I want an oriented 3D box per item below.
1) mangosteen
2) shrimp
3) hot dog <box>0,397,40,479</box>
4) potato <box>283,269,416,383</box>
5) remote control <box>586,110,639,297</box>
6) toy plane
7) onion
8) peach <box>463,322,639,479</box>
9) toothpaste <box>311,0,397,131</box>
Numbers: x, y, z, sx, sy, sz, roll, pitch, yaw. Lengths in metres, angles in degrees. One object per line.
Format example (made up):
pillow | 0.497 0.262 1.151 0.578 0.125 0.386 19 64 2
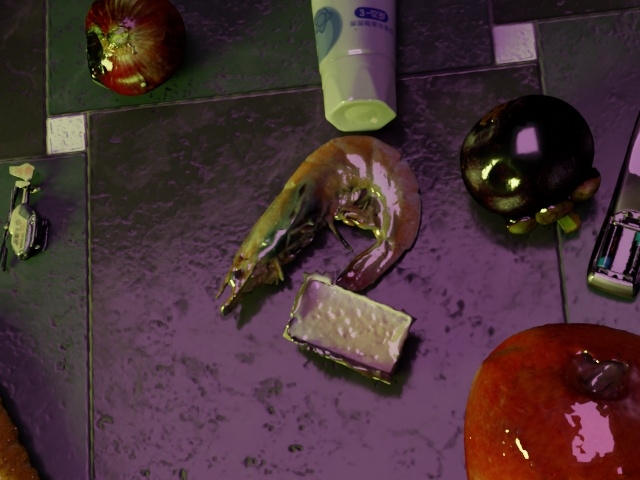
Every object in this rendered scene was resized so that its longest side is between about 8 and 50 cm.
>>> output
mangosteen | 0.214 -0.070 1.459 0.137 0.137 0.151 -33 104 -1
shrimp | 0.000 -0.001 1.506 0.143 0.052 0.251 43 86 11
hot dog | -0.356 0.197 1.501 0.083 0.068 0.289 -32 70 -8
potato | 0.025 0.086 1.457 0.122 0.061 0.086 23 76 -3
remote control | 0.324 -0.046 1.475 0.059 0.028 0.212 16 78 15
toy plane | -0.321 -0.025 1.577 0.049 0.031 0.120 1 77 18
onion | -0.198 -0.216 1.574 0.119 0.118 0.117 -12 106 6
peach | 0.252 0.197 1.293 0.238 0.281 0.281 -31 72 -1
toothpaste | 0.034 -0.296 1.582 0.125 0.080 0.371 -7 65 11
